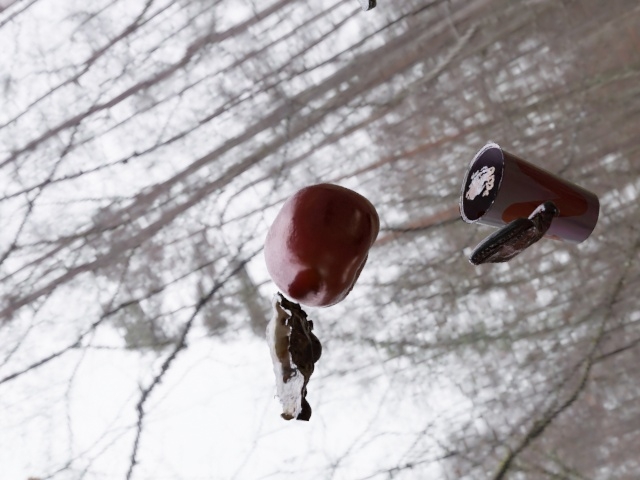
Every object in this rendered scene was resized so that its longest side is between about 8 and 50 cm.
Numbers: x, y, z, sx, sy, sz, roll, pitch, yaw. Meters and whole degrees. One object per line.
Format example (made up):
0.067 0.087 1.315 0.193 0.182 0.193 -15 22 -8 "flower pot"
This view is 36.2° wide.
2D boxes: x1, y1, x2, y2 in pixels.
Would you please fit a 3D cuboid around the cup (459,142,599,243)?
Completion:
0.498 -0.094 2.299 0.288 0.203 0.203 17 -135 -18 "cup"

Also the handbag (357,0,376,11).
0.039 -0.560 1.740 0.260 0.079 0.247 55 170 46 "handbag"

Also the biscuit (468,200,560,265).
0.407 -0.009 2.014 0.063 0.151 0.235 55 -151 8 "biscuit"

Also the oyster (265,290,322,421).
-0.055 0.231 1.998 0.361 0.096 0.221 -137 55 -78 "oyster"

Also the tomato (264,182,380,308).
0.000 0.000 2.181 0.226 0.299 0.298 29 -155 9 "tomato"
